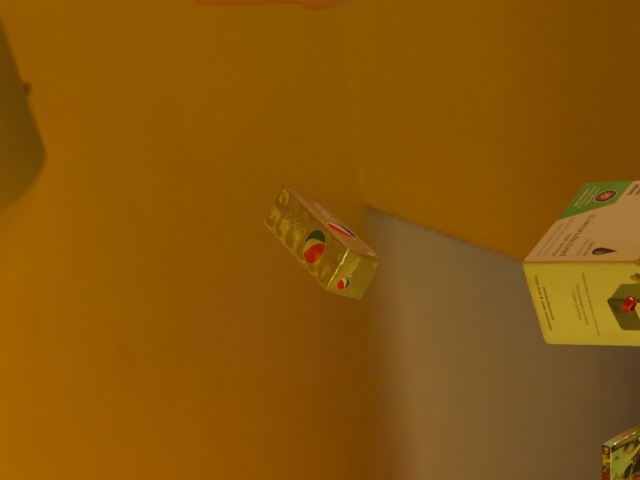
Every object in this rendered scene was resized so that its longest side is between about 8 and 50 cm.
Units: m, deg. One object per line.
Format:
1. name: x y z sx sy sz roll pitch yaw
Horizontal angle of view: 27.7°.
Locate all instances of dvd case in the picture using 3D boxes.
1. dvd case: 0.319 0.248 1.332 0.087 0.119 0.013 -18 -158 -38

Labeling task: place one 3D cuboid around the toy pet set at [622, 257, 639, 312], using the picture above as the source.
1. toy pet set: 0.348 0.014 1.203 0.065 0.114 0.122 26 -147 37

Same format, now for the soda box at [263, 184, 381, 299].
1. soda box: 0.000 0.000 1.629 0.058 0.061 0.181 17 -162 -37

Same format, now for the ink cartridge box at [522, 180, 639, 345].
1. ink cartridge box: 0.417 0.022 1.513 0.289 0.121 0.211 -2 -151 37

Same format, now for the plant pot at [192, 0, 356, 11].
1. plant pot: -0.071 -0.359 1.529 0.188 0.205 0.205 -11 -145 13
